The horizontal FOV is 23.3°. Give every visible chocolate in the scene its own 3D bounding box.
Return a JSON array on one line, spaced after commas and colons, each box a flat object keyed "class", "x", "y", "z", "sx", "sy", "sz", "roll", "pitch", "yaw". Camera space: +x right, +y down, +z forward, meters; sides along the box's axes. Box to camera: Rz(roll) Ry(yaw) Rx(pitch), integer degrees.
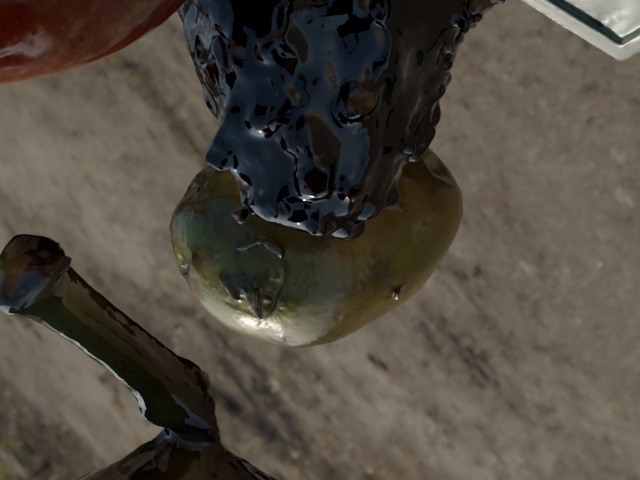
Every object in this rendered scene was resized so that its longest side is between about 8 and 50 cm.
[{"class": "chocolate", "x": 0.007, "y": -0.066, "z": 0.695, "sx": 0.156, "sy": 0.156, "sz": 0.133, "roll": 155, "pitch": 118, "yaw": -66}]

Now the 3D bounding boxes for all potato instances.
[{"class": "potato", "x": 0.000, "y": 0.000, "z": 0.924, "sx": 0.137, "sy": 0.176, "sz": 0.137, "roll": 172, "pitch": 90, "yaw": -85}]

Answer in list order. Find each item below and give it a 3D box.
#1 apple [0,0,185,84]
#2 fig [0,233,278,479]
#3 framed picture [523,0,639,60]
[{"class": "apple", "x": -0.129, "y": -0.142, "z": 0.521, "sx": 0.201, "sy": 0.201, "sz": 0.162, "roll": 24, "pitch": 127, "yaw": 48}, {"class": "fig", "x": -0.046, "y": 0.133, "z": 0.478, "sx": 0.186, "sy": 0.204, "sz": 0.249, "roll": 170, "pitch": 107, "yaw": -76}, {"class": "framed picture", "x": 0.205, "y": -0.232, "z": 0.994, "sx": 0.232, "sy": 0.024, "sz": 0.315, "roll": 27, "pitch": 154, "yaw": -19}]
